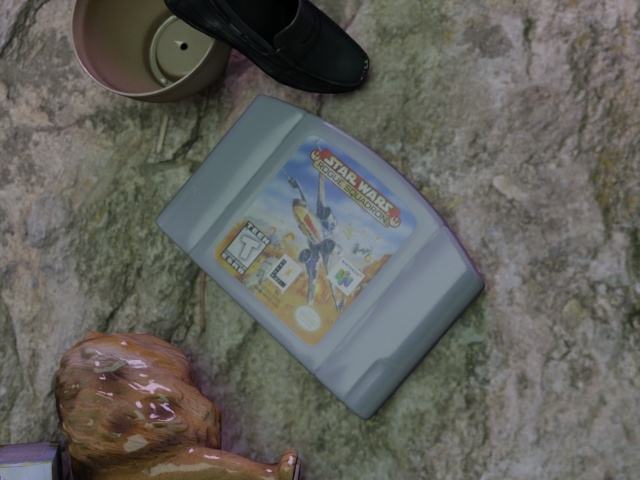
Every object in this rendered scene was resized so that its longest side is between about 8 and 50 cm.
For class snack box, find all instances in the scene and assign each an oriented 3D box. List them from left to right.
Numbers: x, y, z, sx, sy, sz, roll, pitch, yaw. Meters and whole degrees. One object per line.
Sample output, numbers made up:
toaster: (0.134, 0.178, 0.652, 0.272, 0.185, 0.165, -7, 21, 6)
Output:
snack box: (-0.269, 0.279, 0.881, 0.070, 0.207, 0.174, -2, 83, -14)

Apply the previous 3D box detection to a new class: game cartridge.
game cartridge: (0.000, 0.000, 0.933, 0.297, 0.062, 0.198, 41, 99, 18)

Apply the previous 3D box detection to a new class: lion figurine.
lion figurine: (-0.151, 0.283, 0.880, 0.240, 0.142, 0.392, 7, 76, 4)

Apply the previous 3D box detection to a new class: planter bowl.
planter bowl: (-0.153, -0.209, 0.981, 0.162, 0.109, 0.162, -3, 81, 17)

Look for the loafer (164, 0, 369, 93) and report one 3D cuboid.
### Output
loafer: (-0.038, -0.196, 0.895, 0.078, 0.223, 0.076, -3, 69, 54)
